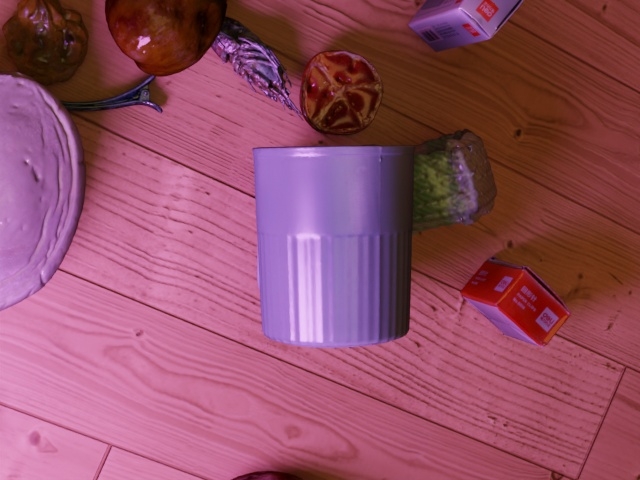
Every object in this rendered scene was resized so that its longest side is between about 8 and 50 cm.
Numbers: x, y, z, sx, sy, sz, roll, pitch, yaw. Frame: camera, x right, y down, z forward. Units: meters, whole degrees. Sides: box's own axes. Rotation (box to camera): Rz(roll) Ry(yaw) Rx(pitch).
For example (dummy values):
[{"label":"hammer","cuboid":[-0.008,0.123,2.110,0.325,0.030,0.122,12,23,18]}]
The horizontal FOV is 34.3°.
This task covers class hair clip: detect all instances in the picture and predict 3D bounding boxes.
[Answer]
[{"label":"hair clip","cuboid":[-0.383,-0.237,1.744,0.230,0.039,0.070,-8,98,-13]}]

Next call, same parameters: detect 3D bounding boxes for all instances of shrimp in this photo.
[{"label":"shrimp","cuboid":[-0.104,-0.296,1.788,0.233,0.090,0.079,47,49,-4]}]

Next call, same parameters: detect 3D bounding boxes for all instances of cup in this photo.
[{"label":"cup","cuboid":[-0.007,0.002,1.691,0.331,0.257,0.311,1,95,29]}]

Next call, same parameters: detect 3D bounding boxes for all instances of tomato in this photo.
[{"label":"tomato","cuboid":[0.032,-0.259,1.839,0.156,0.069,0.155,-1,93,-13]}]

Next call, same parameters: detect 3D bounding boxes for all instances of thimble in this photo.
[{"label":"thimble","cuboid":[0.203,-0.099,1.824,0.219,0.219,0.150,-21,98,-13]}]

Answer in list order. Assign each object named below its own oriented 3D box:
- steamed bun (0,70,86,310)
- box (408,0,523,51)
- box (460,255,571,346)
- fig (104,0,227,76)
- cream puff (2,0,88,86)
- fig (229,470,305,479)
[{"label":"steamed bun","cuboid":[-0.488,-0.059,1.627,0.236,0.247,0.383,11,86,-27]},{"label":"box","cuboid":[0.258,-0.409,1.786,0.079,0.269,0.135,40,86,-14]},{"label":"box","cuboid":[0.357,0.111,1.906,0.133,0.182,0.099,43,84,-11]},{"label":"fig","cuboid":[-0.201,-0.364,1.693,0.291,0.190,0.190,-4,96,-4]},{"label":"cream puff","cuboid":[-0.442,-0.329,1.681,0.146,0.116,0.146,0,91,-16]},{"label":"fig","cuboid":[-0.095,0.513,1.802,0.263,0.224,0.224,-40,104,-26]}]
